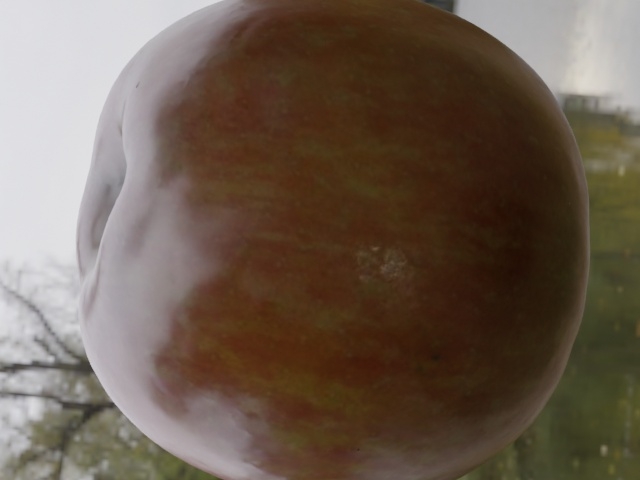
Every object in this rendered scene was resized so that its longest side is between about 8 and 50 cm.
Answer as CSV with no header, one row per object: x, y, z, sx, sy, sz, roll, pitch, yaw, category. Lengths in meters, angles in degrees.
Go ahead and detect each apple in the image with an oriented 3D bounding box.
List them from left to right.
0.000,0.000,0.512,0.188,0.173,0.188,-169,90,-69,apple
